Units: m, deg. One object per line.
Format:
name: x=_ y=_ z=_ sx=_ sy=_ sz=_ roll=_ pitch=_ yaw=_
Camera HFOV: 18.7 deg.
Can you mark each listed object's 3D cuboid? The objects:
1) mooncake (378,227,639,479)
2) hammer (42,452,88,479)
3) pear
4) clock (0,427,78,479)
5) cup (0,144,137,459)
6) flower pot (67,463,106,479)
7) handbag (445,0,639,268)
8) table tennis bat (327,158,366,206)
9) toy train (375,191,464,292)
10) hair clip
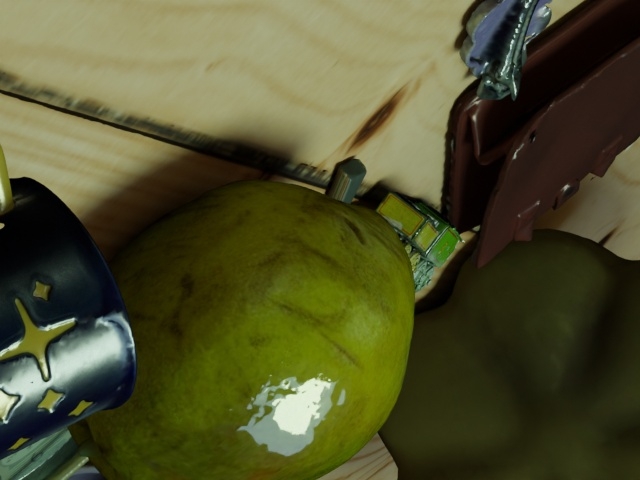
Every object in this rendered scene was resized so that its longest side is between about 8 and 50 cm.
mooncake: x=0.288 y=0.217 z=2.179 sx=0.467 sy=0.467 sz=0.262 roll=-46 pitch=164 yaw=10
hammer: x=-0.227 y=0.207 z=1.706 sx=0.195 sy=0.028 sz=0.060 roll=-40 pitch=166 yaw=3
pear: x=-0.059 y=0.086 z=1.555 sx=0.321 sy=0.269 sz=0.269 roll=-33 pitch=158 yaw=-27
clock: x=-0.260 y=0.161 z=1.640 sx=0.215 sy=0.042 sz=0.215 roll=-35 pitch=158 yaw=-17
cup: x=-0.288 y=0.046 z=1.268 sx=0.256 sy=0.255 sz=0.178 roll=-26 pitch=-169 yaw=-31
flower pot: x=-0.163 y=0.330 z=1.886 sx=0.265 sy=0.265 sz=0.243 roll=-47 pitch=170 yaw=13
handbag: x=0.239 y=-0.117 z=1.940 sx=0.260 sy=0.084 sz=0.275 roll=-38 pitch=160 yaw=-18
table tennis bat: x=0.000 y=0.000 z=1.820 sx=0.130 sy=0.019 sz=0.220 roll=-29 pitch=157 yaw=-36
toy train: x=0.088 y=-0.001 z=1.902 sx=0.081 sy=0.060 sz=0.202 roll=-52 pitch=165 yaw=0
hair clip: x=0.179 y=-0.197 z=1.713 sx=0.124 sy=0.052 sz=0.195 roll=-31 pitch=152 yaw=-42
